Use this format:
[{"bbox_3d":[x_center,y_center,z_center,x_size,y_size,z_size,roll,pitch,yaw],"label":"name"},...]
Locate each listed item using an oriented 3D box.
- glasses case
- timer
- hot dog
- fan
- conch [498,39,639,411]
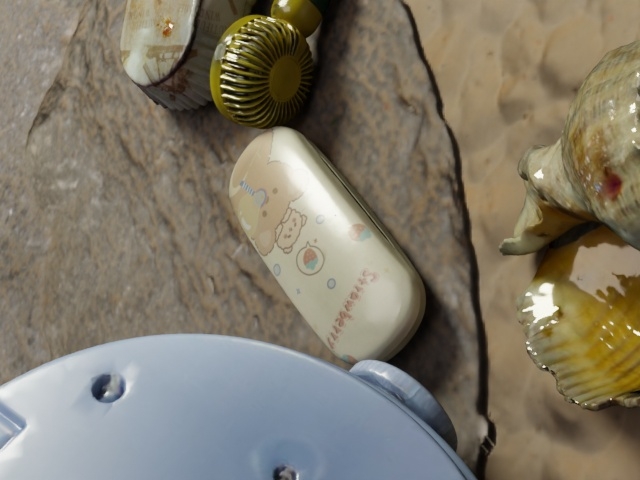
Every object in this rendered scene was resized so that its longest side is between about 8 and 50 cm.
[{"bbox_3d":[0.000,0.000,0.740,0.081,0.051,0.204,-50,52,16],"label":"glasses case"},{"bbox_3d":[-0.060,0.223,0.578,0.394,0.173,0.395,-3,49,3],"label":"timer"},{"bbox_3d":[-0.100,-0.238,0.875,0.144,0.075,0.268,11,88,45],"label":"hot dog"},{"bbox_3d":[-0.024,-0.155,0.792,0.039,0.082,0.155,19,79,37],"label":"fan"},{"bbox_3d":[0.164,-0.002,0.548,0.245,0.163,0.178,-24,42,65],"label":"conch"}]
